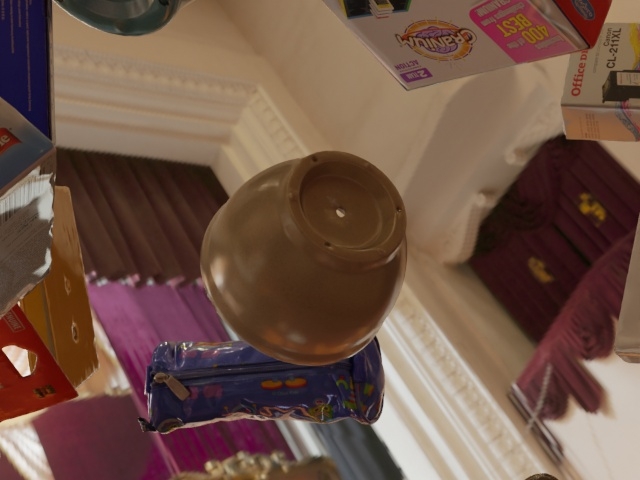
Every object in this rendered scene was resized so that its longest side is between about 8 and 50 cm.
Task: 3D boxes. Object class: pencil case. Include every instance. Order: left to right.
[{"bbox_3d":[-0.075,0.175,1.202,0.306,0.119,0.133,-5,-15,14],"label":"pencil case"}]

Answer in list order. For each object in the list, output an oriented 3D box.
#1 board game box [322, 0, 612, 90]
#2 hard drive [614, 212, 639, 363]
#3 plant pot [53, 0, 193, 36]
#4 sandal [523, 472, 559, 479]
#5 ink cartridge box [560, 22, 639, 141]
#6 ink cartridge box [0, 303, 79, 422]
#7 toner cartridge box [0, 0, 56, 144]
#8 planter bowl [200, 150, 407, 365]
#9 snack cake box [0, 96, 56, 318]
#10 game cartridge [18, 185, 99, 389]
[{"bbox_3d":[0.076,-0.277,0.873,0.316,0.242,0.064,41,-116,-30],"label":"board game box"},{"bbox_3d":[0.444,0.025,0.912,0.040,0.307,0.203,33,-115,-38],"label":"hard drive"},{"bbox_3d":[-0.193,-0.376,1.075,0.272,0.255,0.271,13,-36,10],"label":"plant pot"},{"bbox_3d":[0.247,0.401,1.289,0.219,0.090,0.060,-42,-7,19],"label":"sandal"},{"bbox_3d":[0.378,-0.184,1.126,0.175,0.127,0.072,5,-26,23],"label":"ink cartridge box"},{"bbox_3d":[-0.432,0.190,1.137,0.239,0.060,0.275,-17,-32,-6],"label":"ink cartridge box"},{"bbox_3d":[-0.299,-0.246,0.763,0.165,0.075,0.347,0,-79,-12],"label":"toner cartridge box"},{"bbox_3d":[0.000,0.000,0.736,0.162,0.162,0.109,-12,-24,-30],"label":"planter bowl"},{"bbox_3d":[-0.250,0.043,0.455,0.264,0.089,0.152,-47,-5,-30],"label":"snack cake box"},{"bbox_3d":[-0.422,0.074,1.521,0.053,0.323,0.285,-10,2,-2],"label":"game cartridge"}]
